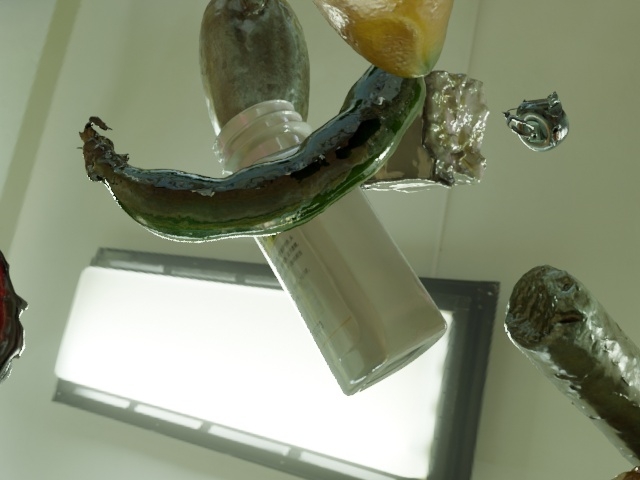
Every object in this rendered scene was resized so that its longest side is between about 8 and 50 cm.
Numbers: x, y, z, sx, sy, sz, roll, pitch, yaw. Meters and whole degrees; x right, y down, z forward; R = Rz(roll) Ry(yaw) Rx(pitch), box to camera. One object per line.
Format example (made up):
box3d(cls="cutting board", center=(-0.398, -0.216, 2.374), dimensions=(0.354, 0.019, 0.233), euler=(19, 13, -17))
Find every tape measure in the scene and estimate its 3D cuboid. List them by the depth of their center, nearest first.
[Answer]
box3d(cls="tape measure", center=(0.381, -0.193, 1.280), dimensions=(0.104, 0.180, 0.107), euler=(-7, -65, 44))

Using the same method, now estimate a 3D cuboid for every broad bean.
box3d(cls="broad bean", center=(-0.031, -0.074, 0.522), dimensions=(0.292, 0.049, 0.144), euler=(-19, -118, -7))

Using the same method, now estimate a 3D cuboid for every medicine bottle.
box3d(cls="medicine bottle", center=(0.000, 0.000, 0.778), dimensions=(0.124, 0.179, 0.324), euler=(-26, -108, -22))

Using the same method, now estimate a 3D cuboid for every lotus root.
box3d(cls="lotus root", center=(-0.102, -0.248, 1.099), dimensions=(0.175, 0.175, 0.350), euler=(-9, -98, 32))

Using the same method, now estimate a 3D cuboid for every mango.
box3d(cls="mango", center=(0.032, -0.168, 0.419), dimensions=(0.089, 0.165, 0.115), euler=(-38, -105, 5))

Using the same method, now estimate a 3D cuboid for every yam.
box3d(cls="yam", center=(0.283, 0.132, 0.709), dimensions=(0.093, 0.259, 0.093), euler=(-36, -152, 23))

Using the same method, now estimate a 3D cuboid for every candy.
box3d(cls="candy", center=(0.155, -0.160, 1.101), dimensions=(0.195, 0.137, 0.185), euler=(-4, -97, 48))

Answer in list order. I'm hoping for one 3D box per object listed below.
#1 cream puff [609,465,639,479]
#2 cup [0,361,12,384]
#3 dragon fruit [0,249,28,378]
box3d(cls="cream puff", center=(0.308, 0.359, 0.627), dimensions=(0.231, 0.327, 0.343), euler=(23, -134, 25))
box3d(cls="cup", center=(-0.634, 0.228, 1.095), dimensions=(0.202, 0.221, 0.167), euler=(-41, -95, 17))
box3d(cls="dragon fruit", center=(-0.455, 0.089, 0.750), dimensions=(0.100, 0.282, 0.344), euler=(-21, -128, 26))
